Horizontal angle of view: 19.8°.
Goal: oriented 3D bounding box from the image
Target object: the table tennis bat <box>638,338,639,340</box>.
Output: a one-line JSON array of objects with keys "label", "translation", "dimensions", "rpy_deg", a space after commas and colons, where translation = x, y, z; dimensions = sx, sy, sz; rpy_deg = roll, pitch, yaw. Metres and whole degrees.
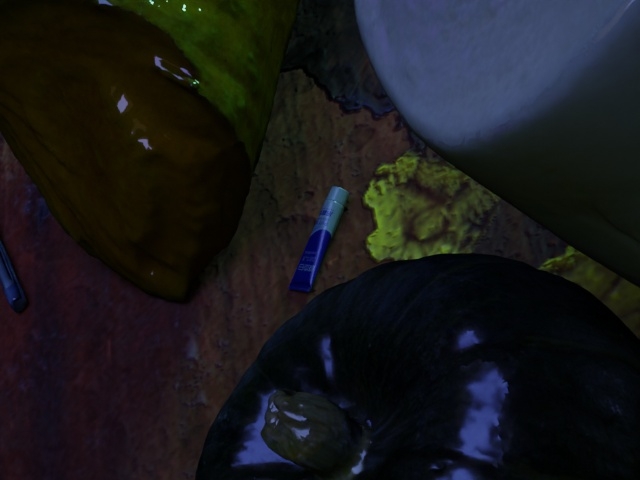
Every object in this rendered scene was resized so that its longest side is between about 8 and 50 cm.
[{"label": "table tennis bat", "translation": [0.166, 0.184, 1.087], "dimensions": [0.154, 0.021, 0.274], "rpy_deg": [-4, 59, 36]}]

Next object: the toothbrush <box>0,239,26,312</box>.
[{"label": "toothbrush", "translation": [-0.286, -0.013, 1.563], "dimensions": [0.016, 0.019, 0.219], "rpy_deg": [-40, 45, 8]}]

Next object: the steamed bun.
[{"label": "steamed bun", "translation": [0.213, -0.159, 1.063], "dimensions": [0.290, 0.371, 0.456], "rpy_deg": [-29, 40, 39]}]

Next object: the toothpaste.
[{"label": "toothpaste", "translation": [0.000, 0.000, 1.348], "dimensions": [0.024, 0.015, 0.083], "rpy_deg": [7, 68, 48]}]

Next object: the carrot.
[{"label": "carrot", "translation": [-0.143, -0.156, 1.409], "dimensions": [0.241, 0.241, 0.341], "rpy_deg": [-6, 55, 33]}]

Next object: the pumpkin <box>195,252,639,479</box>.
[{"label": "pumpkin", "translation": [0.058, 0.142, 1.039], "dimensions": [0.300, 0.207, 0.300], "rpy_deg": [-29, 41, 29]}]
